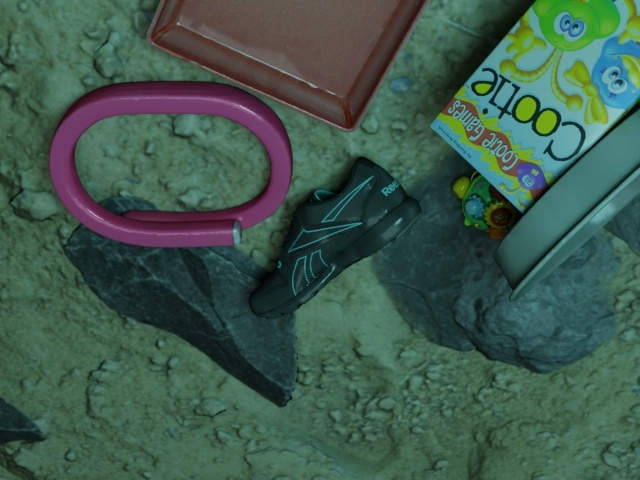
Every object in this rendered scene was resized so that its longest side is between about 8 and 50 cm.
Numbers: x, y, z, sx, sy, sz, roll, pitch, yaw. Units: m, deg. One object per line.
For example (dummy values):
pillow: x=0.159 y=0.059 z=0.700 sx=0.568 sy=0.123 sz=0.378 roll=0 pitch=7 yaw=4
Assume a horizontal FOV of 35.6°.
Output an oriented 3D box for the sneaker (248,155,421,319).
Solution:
sneaker: x=0.000 y=0.000 z=1.243 sx=0.267 sy=0.101 sz=0.106 roll=-37 pitch=95 yaw=24

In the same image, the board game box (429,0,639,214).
board game box: x=0.268 y=-0.182 z=1.033 sx=0.144 sy=0.142 sz=0.275 roll=44 pitch=119 yaw=8

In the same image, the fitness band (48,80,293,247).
fitness band: x=-0.179 y=-0.089 z=1.198 sx=0.291 sy=0.054 sz=0.209 roll=-1 pitch=124 yaw=1

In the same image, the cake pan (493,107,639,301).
cake pan: x=0.300 y=-0.049 z=1.092 sx=0.054 sy=0.293 sz=0.293 roll=48 pitch=120 yaw=12

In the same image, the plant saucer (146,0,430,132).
plant saucer: x=-0.022 y=-0.274 z=1.067 sx=0.258 sy=0.047 sz=0.259 roll=22 pitch=123 yaw=-13

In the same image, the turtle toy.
turtle toy: x=0.226 y=-0.052 z=1.197 sx=0.130 sy=0.066 sz=0.095 roll=-36 pitch=116 yaw=24
